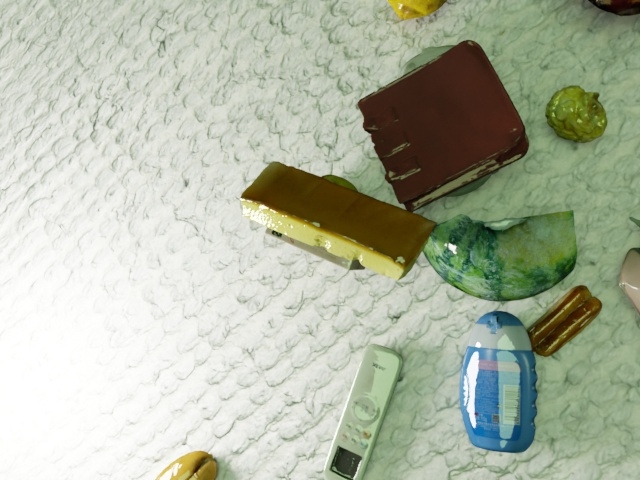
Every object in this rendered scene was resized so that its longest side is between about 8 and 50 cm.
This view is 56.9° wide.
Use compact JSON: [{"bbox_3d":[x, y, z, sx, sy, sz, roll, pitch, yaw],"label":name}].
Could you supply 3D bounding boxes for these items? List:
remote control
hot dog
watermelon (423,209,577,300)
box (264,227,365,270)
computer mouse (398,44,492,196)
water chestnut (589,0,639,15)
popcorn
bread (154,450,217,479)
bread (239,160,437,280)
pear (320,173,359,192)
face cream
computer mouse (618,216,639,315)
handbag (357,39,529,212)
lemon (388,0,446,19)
[{"bbox_3d":[0.089,0.370,1.237,0.090,0.038,0.309,20,89,17],"label":"remote control"},{"bbox_3d":[0.470,0.160,1.151,0.165,0.045,0.071,-45,75,7],"label":"hot dog"},{"bbox_3d":[0.339,0.016,1.166,0.306,0.223,0.180,-5,37,18],"label":"watermelon"},{"bbox_3d":[0.000,0.000,1.257,0.201,0.141,0.058,24,95,18],"label":"box"},{"bbox_3d":[0.265,-0.250,1.239,0.197,0.095,0.330,-10,75,18],"label":"computer mouse"},{"bbox_3d":[0.576,-0.568,1.102,0.244,0.289,0.289,-46,72,32],"label":"water chestnut"},{"bbox_3d":[0.506,-0.252,1.159,0.121,0.116,0.106,30,74,17],"label":"popcorn"},{"bbox_3d":[-0.310,0.549,1.311,0.114,0.077,0.189,45,99,21],"label":"bread"},{"bbox_3d":[0.031,-0.041,1.152,0.362,0.077,0.138,23,48,17],"label":"bread"},{"bbox_3d":[0.032,-0.083,1.279,0.131,0.107,0.107,42,95,26],"label":"pear"},{"bbox_3d":[0.345,0.269,1.151,0.149,0.083,0.263,-1,83,31],"label":"face cream"},{"bbox_3d":[0.674,0.123,1.067,0.200,0.115,0.389,-28,64,-6],"label":"computer mouse"},{"bbox_3d":[0.232,-0.224,1.154,0.276,0.084,0.259,-29,70,17],"label":"handbag"},{"bbox_3d":[0.217,-0.574,1.251,0.170,0.170,0.207,28,90,17],"label":"lemon"}]
